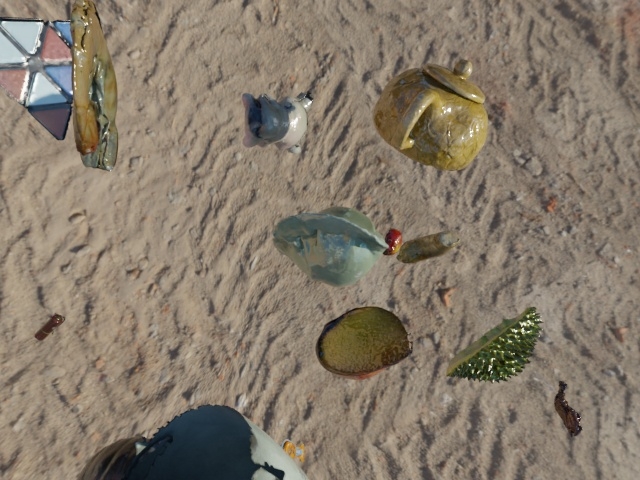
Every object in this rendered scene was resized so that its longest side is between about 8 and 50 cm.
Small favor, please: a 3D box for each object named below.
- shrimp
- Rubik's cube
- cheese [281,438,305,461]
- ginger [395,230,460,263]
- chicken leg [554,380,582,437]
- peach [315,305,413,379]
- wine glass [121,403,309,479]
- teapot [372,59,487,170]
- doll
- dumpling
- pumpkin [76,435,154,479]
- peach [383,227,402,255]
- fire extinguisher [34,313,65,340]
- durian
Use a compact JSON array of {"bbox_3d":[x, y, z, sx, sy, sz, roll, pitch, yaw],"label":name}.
[{"bbox_3d":[-0.317,-0.193,0.565,0.058,0.253,0.173,1,36,-22],"label":"shrimp"},{"bbox_3d":[-0.611,-0.422,0.927,0.234,0.250,0.284,-42,124,-9],"label":"Rubik's cube"},{"bbox_3d":[-0.061,0.466,0.897,0.017,0.111,0.047,-11,59,22],"label":"cheese"},{"bbox_3d":[0.306,0.019,1.154,0.095,0.190,0.068,-24,94,-57],"label":"ginger"},{"bbox_3d":[0.379,0.262,0.631,0.021,0.036,0.083,12,42,-3],"label":"chicken leg"},{"bbox_3d":[0.108,0.239,0.926,0.068,0.279,0.189,48,63,-29],"label":"peach"},{"bbox_3d":[-0.035,0.279,0.350,0.143,0.143,0.320,-39,117,-17],"label":"wine glass"},{"bbox_3d":[0.203,-0.231,0.705,0.203,0.166,0.311,38,35,15],"label":"teapot"},{"bbox_3d":[-0.096,-0.271,0.926,0.192,0.095,0.149,-17,121,-48],"label":"doll"},{"bbox_3d":[0.018,0.000,1.139,0.270,0.320,0.211,39,34,-4],"label":"dumpling"},{"bbox_3d":[-0.446,0.629,0.948,0.297,0.296,0.295,2,77,-11],"label":"pumpkin"},{"bbox_3d":[0.227,0.007,1.275,0.050,0.077,0.083,15,66,27],"label":"peach"},{"bbox_3d":[-0.925,0.293,1.398,0.132,0.056,0.039,-40,62,14],"label":"fire extinguisher"},{"bbox_3d":[0.538,0.305,1.228,0.352,0.169,0.158,-29,112,-19],"label":"durian"}]
